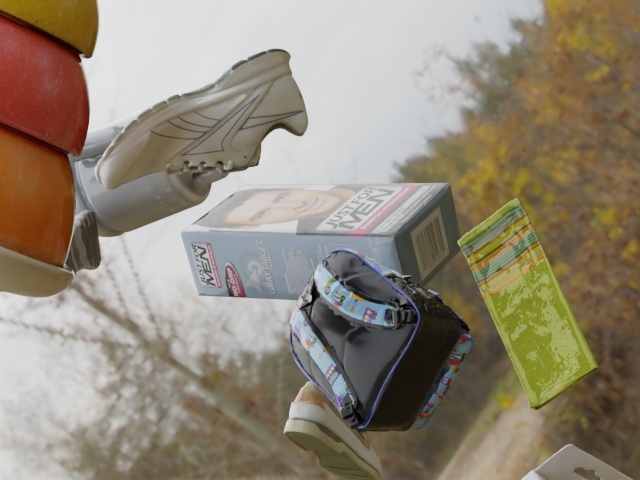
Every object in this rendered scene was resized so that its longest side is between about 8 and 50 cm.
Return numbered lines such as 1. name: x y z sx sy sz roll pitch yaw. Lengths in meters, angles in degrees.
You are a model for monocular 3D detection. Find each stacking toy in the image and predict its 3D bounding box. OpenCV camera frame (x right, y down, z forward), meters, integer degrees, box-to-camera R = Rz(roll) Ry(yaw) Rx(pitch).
1. stacking toy: -0.332 -0.207 1.389 0.350 0.350 0.480 46 -111 -83

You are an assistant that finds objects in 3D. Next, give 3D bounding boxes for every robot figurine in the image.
1. robot figurine: -0.340 -0.127 2.489 0.353 0.200 0.300 -20 -33 22

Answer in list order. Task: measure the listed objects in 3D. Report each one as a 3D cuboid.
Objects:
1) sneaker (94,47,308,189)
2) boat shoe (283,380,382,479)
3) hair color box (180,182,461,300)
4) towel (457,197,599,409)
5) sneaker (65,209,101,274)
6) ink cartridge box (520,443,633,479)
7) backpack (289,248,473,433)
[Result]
1. sneaker: -0.147 -0.135 1.742 0.297 0.129 0.111 -28 2 -9
2. boat shoe: 0.039 0.345 2.399 0.302 0.113 0.103 51 -132 -54
3. hair color box: 0.000 0.000 2.025 0.185 0.374 0.114 -41 -57 -49
4. towel: 0.238 0.071 1.586 0.021 0.237 0.102 10 -42 -42
5. sneaker: -0.454 0.014 2.304 0.281 0.115 0.105 -48 -47 -73
6. ink cartridge box: 0.357 0.511 2.228 0.353 0.207 0.119 -46 37 18
7. backpack: 0.053 0.098 1.420 0.116 0.173 0.158 11 -69 -41
